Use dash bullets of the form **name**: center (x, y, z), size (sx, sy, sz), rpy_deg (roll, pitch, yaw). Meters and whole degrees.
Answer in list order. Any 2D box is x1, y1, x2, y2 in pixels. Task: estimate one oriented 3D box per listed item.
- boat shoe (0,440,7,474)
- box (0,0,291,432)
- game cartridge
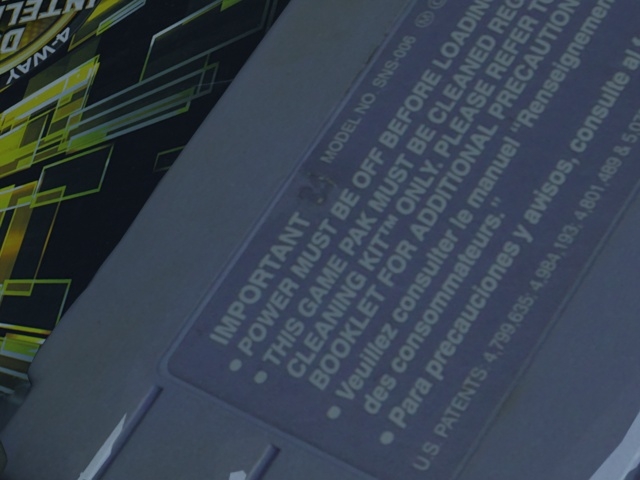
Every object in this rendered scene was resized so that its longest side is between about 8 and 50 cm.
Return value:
- **boat shoe**: center (-0.161, 0.036, 0.440), size (0.094, 0.109, 0.302), rpy_deg (-43, 34, -13)
- **box**: center (0.000, 0.000, 0.515), size (0.395, 0.097, 0.318), rpy_deg (-6, 56, 29)
- **game cartridge**: center (0.083, -0.020, 0.374), size (0.230, 0.068, 0.355), rpy_deg (21, 70, 44)
